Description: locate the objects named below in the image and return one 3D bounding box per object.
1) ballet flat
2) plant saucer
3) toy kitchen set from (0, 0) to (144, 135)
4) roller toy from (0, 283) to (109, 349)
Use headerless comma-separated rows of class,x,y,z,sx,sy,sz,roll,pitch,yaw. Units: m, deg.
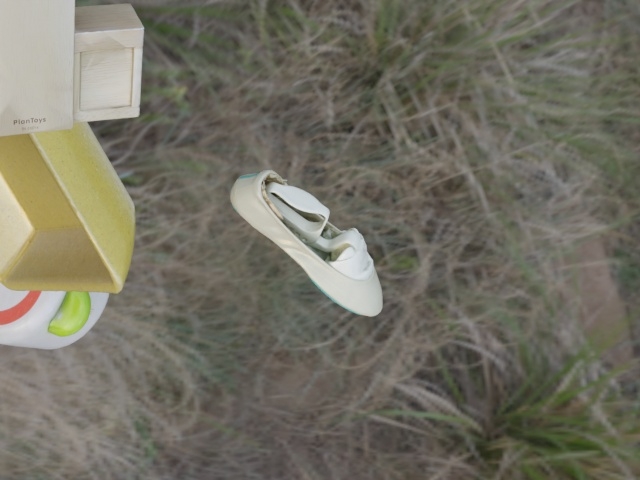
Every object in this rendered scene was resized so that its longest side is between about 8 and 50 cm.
ballet flat,0.000,0.000,1.587,0.248,0.086,0.086,38,68,-17
plant saucer,-0.324,-0.106,1.342,0.081,0.333,0.332,-37,108,-29
toy kitchen set,-0.105,-0.082,0.413,0.083,0.068,0.075,-8,40,-22
roller toy,-0.386,0.046,1.756,0.146,0.191,0.209,21,53,-64
